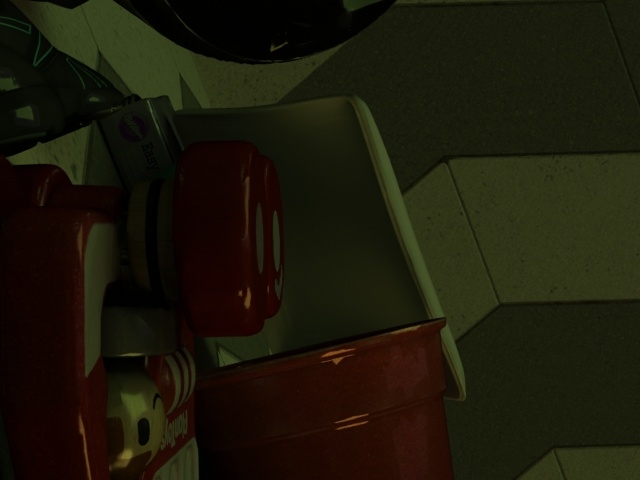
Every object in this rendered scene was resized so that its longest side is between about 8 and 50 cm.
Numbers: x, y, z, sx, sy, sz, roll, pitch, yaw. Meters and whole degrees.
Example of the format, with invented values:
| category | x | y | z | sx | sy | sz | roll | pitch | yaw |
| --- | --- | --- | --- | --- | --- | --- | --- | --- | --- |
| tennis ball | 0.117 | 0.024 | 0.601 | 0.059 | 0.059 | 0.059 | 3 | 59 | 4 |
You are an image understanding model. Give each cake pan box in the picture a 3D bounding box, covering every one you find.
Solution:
| category | x | y | z | sx | sy | sz | roll | pitch | yaw |
| --- | --- | --- | --- | --- | --- | --- | --- | --- | --- |
| cake pan box | -0.174 | -0.050 | 1.451 | 0.246 | 0.070 | 0.267 | -115 | -176 | -81 |

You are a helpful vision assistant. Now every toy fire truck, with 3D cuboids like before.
| category | x | y | z | sx | sy | sz | roll | pitch | yaw |
| --- | --- | --- | --- | --- | --- | --- | --- | --- | --- |
| toy fire truck | -0.108 | 0.078 | 0.675 | 0.302 | 0.169 | 0.254 | -17 | 105 | -88 |

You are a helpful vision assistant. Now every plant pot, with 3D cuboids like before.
| category | x | y | z | sx | sy | sz | roll | pitch | yaw |
| --- | --- | --- | --- | --- | --- | --- | --- | --- | --- |
| plant pot | 0.016 | 0.230 | 1.148 | 0.272 | 0.272 | 0.265 | 45 | 32 | -86 |

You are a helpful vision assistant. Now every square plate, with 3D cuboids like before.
| category | x | y | z | sx | sy | sz | roll | pitch | yaw |
| --- | --- | --- | --- | --- | --- | --- | --- | --- | --- |
| square plate | 0.000 | 0.000 | 1.338 | 0.347 | 0.049 | 0.344 | 4 | -59 | 53 |

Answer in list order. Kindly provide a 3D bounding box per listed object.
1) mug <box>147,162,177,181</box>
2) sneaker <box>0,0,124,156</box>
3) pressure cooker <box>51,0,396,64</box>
| category | x | y | z | sx | sy | sz | roll | pitch | yaw |
| --- | --- | --- | --- | --- | --- | --- | --- | --- | --- |
| mug | -0.141 | -0.008 | 1.270 | 0.129 | 0.158 | 0.097 | 43 | 6 | -23 |
| sneaker | -0.198 | -0.112 | 0.797 | 0.267 | 0.101 | 0.106 | -101 | 168 | -83 |
| pressure cooker | -0.124 | -0.383 | 1.089 | 0.420 | 0.370 | 0.375 | 39 | -29 | 41 |
